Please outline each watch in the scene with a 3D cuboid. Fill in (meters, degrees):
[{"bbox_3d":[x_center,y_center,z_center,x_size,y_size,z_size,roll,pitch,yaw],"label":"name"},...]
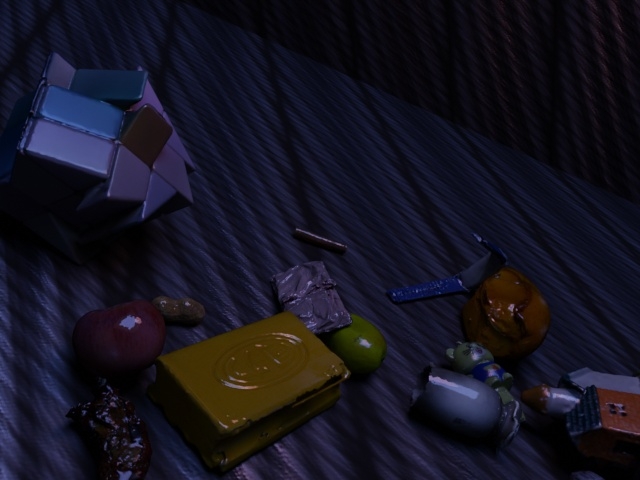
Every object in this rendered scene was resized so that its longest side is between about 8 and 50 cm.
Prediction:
[{"bbox_3d":[0.341,0.093,1.680,0.274,0.276,0.068,17,42,-59],"label":"watch"}]

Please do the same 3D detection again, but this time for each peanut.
[{"bbox_3d":[-0.279,0.135,1.278,0.113,0.054,0.054,11,31,-27],"label":"peanut"}]

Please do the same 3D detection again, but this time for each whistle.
[{"bbox_3d":[0.356,0.298,1.404,0.105,0.085,0.227,-7,40,-27],"label":"whistle"}]

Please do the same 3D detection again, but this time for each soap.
[{"bbox_3d":[-0.114,0.248,1.157,0.204,0.096,0.324,39,33,28],"label":"soap"}]

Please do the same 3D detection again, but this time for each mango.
[{"bbox_3d":[0.454,0.169,1.605,0.199,0.201,0.350,68,23,-7],"label":"mango"},{"bbox_3d":[0.071,0.205,1.356,0.117,0.089,0.163,-8,38,-19],"label":"mango"}]

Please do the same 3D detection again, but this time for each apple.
[{"bbox_3d":[-0.334,0.167,1.095,0.153,0.120,0.153,-14,1,0],"label":"apple"}]

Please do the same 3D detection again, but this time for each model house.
[{"bbox_3d":[0.557,0.382,1.350,0.300,0.190,0.271,12,30,11],"label":"model house"}]

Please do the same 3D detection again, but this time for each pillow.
[{"bbox_3d":[-0.027,0.118,1.411,0.135,0.049,0.248,-18,30,-6],"label":"pillow"}]

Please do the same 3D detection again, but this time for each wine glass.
[{"bbox_3d":[0.285,0.323,1.286,0.204,0.111,0.111,25,29,2],"label":"wine glass"}]

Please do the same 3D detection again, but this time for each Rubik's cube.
[{"bbox_3d":[-0.477,-0.159,1.361,0.368,0.358,0.388,43,39,-45],"label":"Rubik's cube"}]

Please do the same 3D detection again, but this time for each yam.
[{"bbox_3d":[0.000,0.000,1.711,0.145,0.032,0.032,19,29,-5],"label":"yam"}]

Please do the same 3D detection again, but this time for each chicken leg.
[{"bbox_3d":[-0.309,0.296,0.980,0.105,0.063,0.234,-10,43,-37],"label":"chicken leg"}]

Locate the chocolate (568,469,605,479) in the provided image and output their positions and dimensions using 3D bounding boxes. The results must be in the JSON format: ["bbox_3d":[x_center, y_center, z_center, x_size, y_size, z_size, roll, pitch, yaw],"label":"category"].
[{"bbox_3d":[0.529,0.495,1.211,0.072,0.072,0.167,-8,44,-42],"label":"chocolate"}]
